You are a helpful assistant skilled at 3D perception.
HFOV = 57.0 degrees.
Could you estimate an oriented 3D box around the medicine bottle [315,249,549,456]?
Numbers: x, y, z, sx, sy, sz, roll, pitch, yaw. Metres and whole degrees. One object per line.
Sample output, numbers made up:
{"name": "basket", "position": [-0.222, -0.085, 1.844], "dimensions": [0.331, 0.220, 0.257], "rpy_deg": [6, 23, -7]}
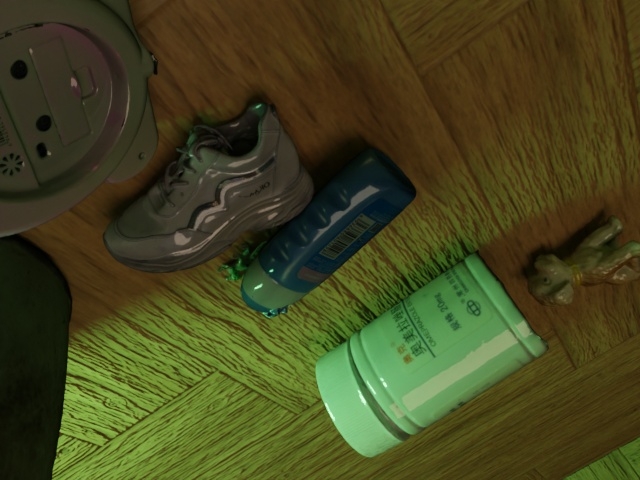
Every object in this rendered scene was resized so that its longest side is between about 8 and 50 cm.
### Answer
{"name": "medicine bottle", "position": [0.168, 0.185, 0.947], "dimensions": [0.332, 0.189, 0.190], "rpy_deg": [-36, 136, 11]}

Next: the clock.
{"name": "clock", "position": [-0.250, -0.107, 0.465], "dimensions": [0.248, 0.090, 0.227], "rpy_deg": [-43, 148, -36]}

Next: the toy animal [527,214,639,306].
{"name": "toy animal", "position": [0.459, 0.067, 1.036], "dimensions": [0.185, 0.104, 0.184], "rpy_deg": [-36, 143, 4]}

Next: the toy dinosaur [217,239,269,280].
{"name": "toy dinosaur", "position": [-0.099, 0.031, 0.799], "dimensions": [0.084, 0.021, 0.062], "rpy_deg": [-15, 143, -6]}

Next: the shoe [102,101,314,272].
{"name": "shoe", "position": [-0.131, -0.059, 0.651], "dimensions": [0.245, 0.095, 0.137], "rpy_deg": [-23, 133, -8]}

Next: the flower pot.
{"name": "flower pot", "position": [-0.407, 0.187, 0.587], "dimensions": [0.294, 0.330, 0.293], "rpy_deg": [-12, 136, -12]}

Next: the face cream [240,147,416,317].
{"name": "face cream", "position": [0.000, 0.000, 0.756], "dimensions": [0.264, 0.083, 0.149], "rpy_deg": [-43, 158, 18]}
